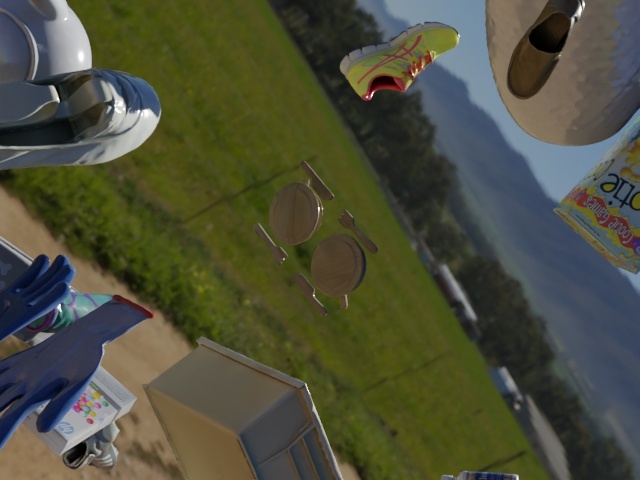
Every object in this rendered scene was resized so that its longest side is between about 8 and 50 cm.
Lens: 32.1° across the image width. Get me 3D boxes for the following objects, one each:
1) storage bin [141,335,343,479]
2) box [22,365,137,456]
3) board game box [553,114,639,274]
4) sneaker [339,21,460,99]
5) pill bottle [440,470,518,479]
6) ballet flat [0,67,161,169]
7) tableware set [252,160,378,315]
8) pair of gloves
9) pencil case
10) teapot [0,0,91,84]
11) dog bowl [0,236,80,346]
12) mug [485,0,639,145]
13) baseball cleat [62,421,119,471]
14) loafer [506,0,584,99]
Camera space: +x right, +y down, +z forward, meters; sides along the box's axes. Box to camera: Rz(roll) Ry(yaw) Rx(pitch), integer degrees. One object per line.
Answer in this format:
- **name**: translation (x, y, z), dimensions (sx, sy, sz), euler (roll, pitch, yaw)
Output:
- **storage bin**: translation (-0.104, 0.307, 1.616), dimensions (0.262, 0.123, 0.260), euler (15, -47, 49)
- **box**: translation (-0.401, 0.249, 1.760), dimensions (0.145, 0.038, 0.186), euler (39, 28, 13)
- **board game box**: translation (0.514, -0.101, 1.717), dimensions (0.142, 0.275, 0.144), euler (41, 4, -1)
- **sneaker**: translation (0.144, -0.297, 1.888), dimensions (0.081, 0.209, 0.094), euler (57, 12, -64)
- **pill bottle**: translation (0.249, 0.396, 1.739), dimensions (0.067, 0.120, 0.067), euler (1, 90, -78)
- **ballet flat**: translation (-0.353, -0.169, 1.486), dimensions (0.400, 0.139, 0.139), euler (-17, 73, -42)
- **tableware set**: translation (0.000, 0.000, 1.515), dimensions (0.039, 0.128, 0.194), euler (11, 33, -52)
- **pair of gloves**: translation (-0.224, 0.078, 0.831), dimensions (0.198, 0.159, 0.023), euler (21, -37, 44)
- **pencil case**: translation (-0.350, 0.103, 1.570), dimensions (0.152, 0.070, 0.064), euler (13, 74, -58)
- **teapot**: translation (-0.475, -0.262, 1.632), dimensions (0.187, 0.253, 0.256), euler (-42, 131, -77)
- **dog bowl**: translation (-0.506, 0.044, 1.689), dimensions (0.349, 0.102, 0.349), euler (34, -9, 6)
- **mug**: translation (0.424, -0.338, 1.679), dimensions (0.276, 0.374, 0.328), euler (42, -34, 43)
- **baseball cleat**: translation (-0.409, 0.370, 1.953), dimensions (0.072, 0.109, 0.206), euler (41, -33, 18)
- **loafer**: translation (0.258, -0.227, 1.308), dimensions (0.056, 0.148, 0.050), euler (28, 36, 9)
